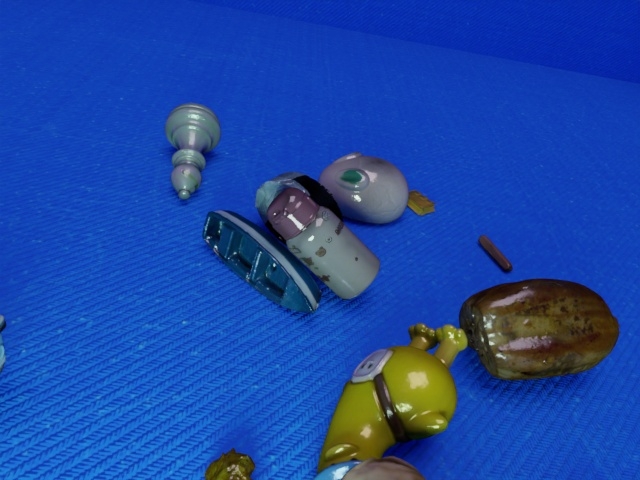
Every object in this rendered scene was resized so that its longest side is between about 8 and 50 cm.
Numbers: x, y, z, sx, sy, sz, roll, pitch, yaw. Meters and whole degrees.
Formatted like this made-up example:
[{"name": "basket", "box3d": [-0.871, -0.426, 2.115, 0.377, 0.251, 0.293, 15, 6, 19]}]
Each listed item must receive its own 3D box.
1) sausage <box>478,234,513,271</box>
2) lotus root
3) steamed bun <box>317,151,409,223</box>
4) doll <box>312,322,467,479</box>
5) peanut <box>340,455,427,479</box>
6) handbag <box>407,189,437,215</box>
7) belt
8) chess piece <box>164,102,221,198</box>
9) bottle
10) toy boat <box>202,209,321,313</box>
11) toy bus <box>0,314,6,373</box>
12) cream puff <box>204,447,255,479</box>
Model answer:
[{"name": "sausage", "box3d": [0.413, 0.031, 1.199, 0.026, 0.026, 0.116, -5, 41, -23]}, {"name": "lotus root", "box3d": [0.396, 0.158, 0.923, 0.291, 0.193, 0.193, -2, 39, -15]}, {"name": "steamed bun", "box3d": [0.108, -0.135, 1.239, 0.228, 0.130, 0.177, 9, 38, -9]}, {"name": "doll", "box3d": [0.091, 0.259, 0.739, 0.200, 0.145, 0.363, -8, 27, 46]}, {"name": "peanut", "box3d": [0.084, 0.393, 0.484, 0.158, 0.174, 0.339, 22, 34, -54]}, {"name": "handbag", "box3d": [0.254, -0.102, 1.323, 0.061, 0.027, 0.083, -16, 44, -31]}, {"name": "belt", "box3d": [-0.048, -0.062, 1.078, 0.198, 0.151, 0.078, 36, 43, 17]}, {"name": "chess piece", "box3d": [-0.313, -0.199, 1.224, 0.139, 0.139, 0.271, 4, 50, -12]}, {"name": "bottle", "box3d": [0.000, 0.000, 0.962, 0.233, 0.110, 0.110, 44, 35, -14]}, {"name": "toy boat", "box3d": [-0.108, 0.040, 0.981, 0.299, 0.096, 0.062, 37, 33, 24]}, {"name": "toy bus", "box3d": [-0.551, 0.148, 0.646, 0.272, 0.164, 0.133, 15, 38, 2]}, {"name": "cream puff", "box3d": [-0.115, 0.311, 0.651, 0.083, 0.058, 0.083, 21, 39, 14]}]
